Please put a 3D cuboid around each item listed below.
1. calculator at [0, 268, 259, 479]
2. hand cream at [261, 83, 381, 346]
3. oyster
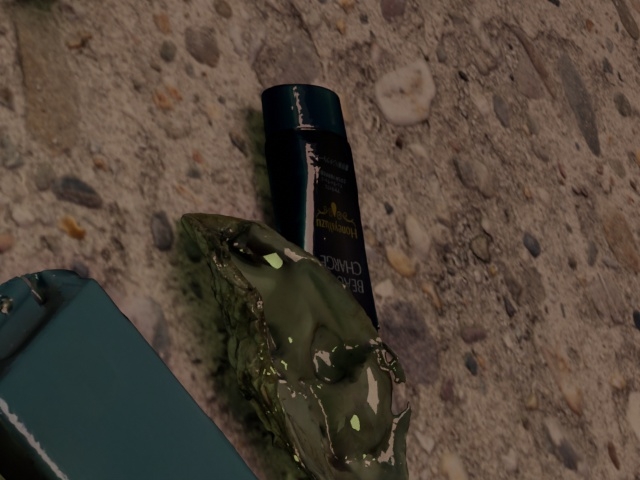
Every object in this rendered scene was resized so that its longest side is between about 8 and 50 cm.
[{"bbox_3d":[-0.139,0.150,1.186,0.293,0.051,0.173,52,35,-13],"label":"calculator"},{"bbox_3d":[0.000,0.000,1.469,0.120,0.061,0.270,12,66,-52],"label":"hand cream"},{"bbox_3d":[-0.017,0.103,1.338,0.252,0.087,0.199,32,54,-21],"label":"oyster"}]
